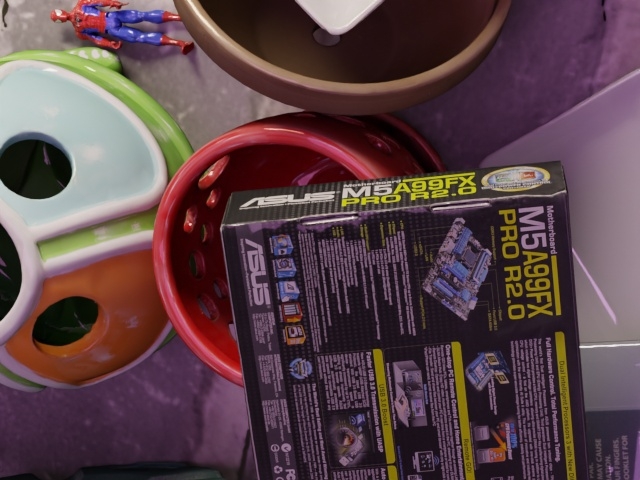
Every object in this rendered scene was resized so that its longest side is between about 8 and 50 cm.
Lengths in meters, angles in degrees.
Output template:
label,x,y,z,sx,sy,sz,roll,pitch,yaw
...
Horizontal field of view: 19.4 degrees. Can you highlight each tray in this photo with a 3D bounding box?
label,x,y,z,sx,sy,sz,roll,pitch,yaw
tray,0.238,0.026,1.316,0.145,0.030,0.270,-30,90,22

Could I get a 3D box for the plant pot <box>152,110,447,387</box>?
label,x,y,z,sx,sy,sz,roll,pitch,yaw
plant pot,0.000,0.000,1.319,0.191,0.174,0.191,4,102,19

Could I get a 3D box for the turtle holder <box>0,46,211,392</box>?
label,x,y,z,sx,sy,sz,roll,pitch,yaw
turtle holder,-0.232,-0.038,1.368,0.243,0.227,0.320,-26,92,23

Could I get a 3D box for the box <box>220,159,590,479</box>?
label,x,y,z,sx,sy,sz,roll,pitch,yaw
box,0.061,0.092,1.205,0.216,0.060,0.270,-6,111,5

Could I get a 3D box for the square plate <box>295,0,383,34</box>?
label,x,y,z,sx,sy,sz,roll,pitch,yaw
square plate,0.029,-0.363,1.238,0.347,0.049,0.344,-42,78,1

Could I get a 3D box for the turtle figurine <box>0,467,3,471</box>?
label,x,y,z,sx,sy,sz,roll,pitch,yaw
turtle figurine,-0.335,0.122,1.490,0.234,0.175,0.118,-7,70,27

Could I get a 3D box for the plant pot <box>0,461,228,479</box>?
label,x,y,z,sx,sy,sz,roll,pitch,yaw
plant pot,-0.179,0.349,1.394,0.341,0.341,0.334,-5,92,21

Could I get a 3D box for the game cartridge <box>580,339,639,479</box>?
label,x,y,z,sx,sy,sz,roll,pitch,yaw
game cartridge,0.195,0.217,1.290,0.198,0.062,0.297,-4,83,23

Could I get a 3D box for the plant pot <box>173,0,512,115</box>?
label,x,y,z,sx,sy,sz,roll,pitch,yaw
plant pot,0.009,-0.169,1.288,0.237,0.237,0.109,32,150,11

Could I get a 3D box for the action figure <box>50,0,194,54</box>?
label,x,y,z,sx,sy,sz,roll,pitch,yaw
action figure,-0.153,-0.165,1.421,0.115,0.030,0.038,9,109,20
